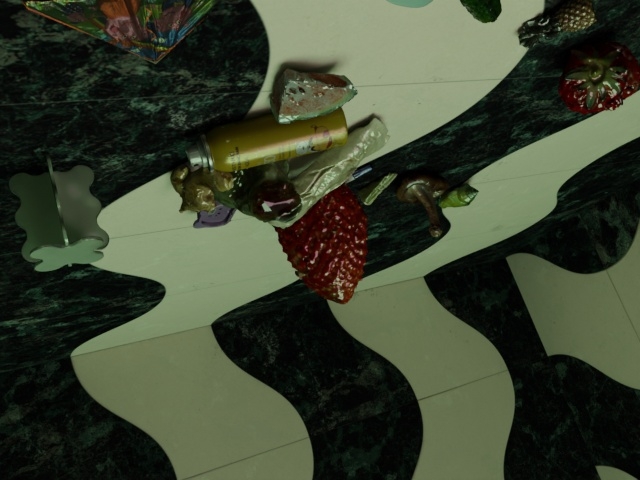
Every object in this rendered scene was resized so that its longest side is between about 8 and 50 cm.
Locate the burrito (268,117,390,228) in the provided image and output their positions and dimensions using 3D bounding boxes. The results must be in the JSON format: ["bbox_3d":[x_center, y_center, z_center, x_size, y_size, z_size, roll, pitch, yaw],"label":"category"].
[{"bbox_3d":[0.016,-0.167,1.582,0.392,0.076,0.117,-40,145,12],"label":"burrito"}]

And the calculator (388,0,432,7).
[{"bbox_3d":[0.172,-0.448,1.080,0.153,0.021,0.095,-4,158,-33],"label":"calculator"}]

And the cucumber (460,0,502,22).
[{"bbox_3d":[0.294,-0.451,1.134,0.069,0.069,0.227,-27,166,24],"label":"cucumber"}]

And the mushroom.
[{"bbox_3d":[0.357,-0.108,2.009,0.227,0.218,0.148,-3,156,-43],"label":"mushroom"}]

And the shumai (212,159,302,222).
[{"bbox_3d":[-0.158,-0.110,1.493,0.222,0.204,0.272,-13,166,-16],"label":"shumai"}]

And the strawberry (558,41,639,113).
[{"bbox_3d":[0.689,-0.402,1.537,0.187,0.184,0.201,-63,172,17],"label":"strawberry"}]

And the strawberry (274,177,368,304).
[{"bbox_3d":[-0.002,0.000,1.731,0.292,0.344,0.292,-3,143,-2],"label":"strawberry"}]

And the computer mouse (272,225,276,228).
[{"bbox_3d":[-0.130,-0.080,1.876,0.079,0.047,0.135,-36,147,15],"label":"computer mouse"}]

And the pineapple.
[{"bbox_3d":[0.504,-0.464,1.319,0.159,0.074,0.074,-19,165,30],"label":"pineapple"}]

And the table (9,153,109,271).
[{"bbox_3d":[-0.531,-0.059,1.248,0.166,0.198,0.166,-17,164,-5],"label":"table"}]

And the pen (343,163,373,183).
[{"bbox_3d":[0.063,-0.175,1.822,0.204,0.025,0.025,-26,162,19],"label":"pen"}]

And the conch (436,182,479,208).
[{"bbox_3d":[0.509,-0.162,2.270,0.094,0.080,0.200,21,150,-37],"label":"conch"}]

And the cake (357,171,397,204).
[{"bbox_3d":[0.179,-0.177,1.943,0.140,0.055,0.051,-46,152,22],"label":"cake"}]

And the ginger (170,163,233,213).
[{"bbox_3d":[-0.270,-0.118,1.426,0.214,0.133,0.059,2,-144,35],"label":"ginger"}]

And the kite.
[{"bbox_3d":[-0.272,-0.346,0.946,0.321,0.016,0.234,-14,164,-14],"label":"kite"}]

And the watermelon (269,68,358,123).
[{"bbox_3d":[-0.028,-0.311,1.234,0.187,0.071,0.139,-15,158,18],"label":"watermelon"}]

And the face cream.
[{"bbox_3d":[-0.119,-0.221,1.342,0.348,0.105,0.105,-14,163,-13],"label":"face cream"}]

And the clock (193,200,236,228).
[{"bbox_3d":[-0.291,-0.086,1.675,0.110,0.050,0.153,-10,161,-27],"label":"clock"}]
